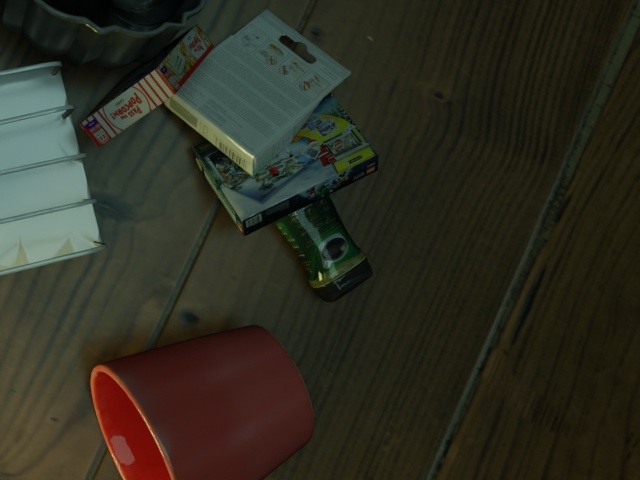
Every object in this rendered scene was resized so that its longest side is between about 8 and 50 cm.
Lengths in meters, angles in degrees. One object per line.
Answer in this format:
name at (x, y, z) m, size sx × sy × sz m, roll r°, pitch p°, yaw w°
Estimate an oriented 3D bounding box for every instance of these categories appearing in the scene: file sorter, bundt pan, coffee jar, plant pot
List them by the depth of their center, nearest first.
bundt pan at (-0.327, -0.364, 1.602) m, size 0.331 × 0.124 × 0.331 m, roll 18°, pitch 46°, yaw -20°
file sorter at (-0.420, -0.098, 1.613) m, size 0.193 × 0.173 × 0.278 m, roll -14°, pitch 95°, yaw -17°
plant pot at (-0.160, 0.256, 1.665) m, size 0.243 × 0.275 × 0.275 m, roll -23°, pitch 98°, yaw -26°
coffee jar at (0.000, 0.000, 1.790) m, size 0.096 × 0.079 × 0.184 m, roll -33°, pitch 99°, yaw -17°

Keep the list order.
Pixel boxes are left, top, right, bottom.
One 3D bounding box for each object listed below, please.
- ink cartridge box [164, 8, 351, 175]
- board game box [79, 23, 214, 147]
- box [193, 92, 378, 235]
ink cartridge box at (-0.093, -0.226, 1.744) m, size 0.181 × 0.056 × 0.224 m, roll 39°, pitch 60°, yaw 14°
board game box at (-0.240, -0.220, 1.628) m, size 0.147 × 0.193 × 0.045 m, roll -30°, pitch 108°, yaw 25°
box at (-0.052, -0.123, 1.745) m, size 0.233 × 0.044 × 0.159 m, roll -26°, pitch 59°, yaw -14°
